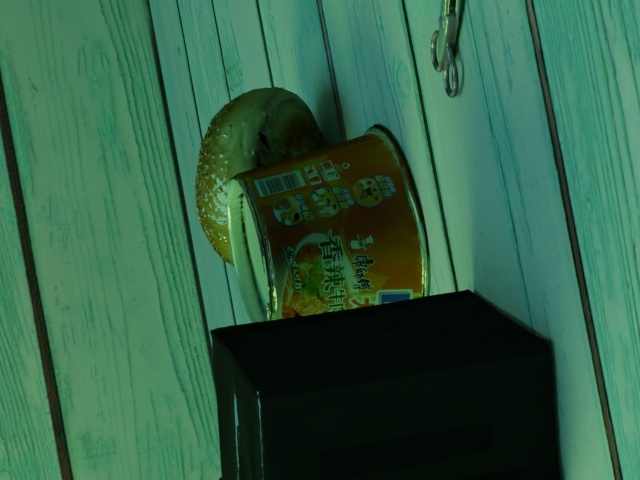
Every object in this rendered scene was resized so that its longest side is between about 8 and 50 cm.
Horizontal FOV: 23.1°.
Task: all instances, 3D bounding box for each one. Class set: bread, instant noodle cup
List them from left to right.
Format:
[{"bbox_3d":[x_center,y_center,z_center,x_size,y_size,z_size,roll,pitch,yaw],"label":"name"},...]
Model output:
[{"bbox_3d":[-0.095,-0.090,2.377,0.305,0.159,0.305,2,-90,-71],"label":"bread"},{"bbox_3d":[0.000,0.000,2.142,0.296,0.214,0.296,170,90,-77],"label":"instant noodle cup"}]

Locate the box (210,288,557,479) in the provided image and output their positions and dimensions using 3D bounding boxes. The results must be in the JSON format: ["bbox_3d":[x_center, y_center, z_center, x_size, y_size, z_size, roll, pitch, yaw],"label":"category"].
[{"bbox_3d":[0.063,0.202,1.765,0.251,0.345,0.204,-139,42,-71],"label":"box"}]

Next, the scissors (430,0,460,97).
[{"bbox_3d":[0.146,-0.244,1.780,0.176,0.022,0.085,91,164,-50],"label":"scissors"}]
